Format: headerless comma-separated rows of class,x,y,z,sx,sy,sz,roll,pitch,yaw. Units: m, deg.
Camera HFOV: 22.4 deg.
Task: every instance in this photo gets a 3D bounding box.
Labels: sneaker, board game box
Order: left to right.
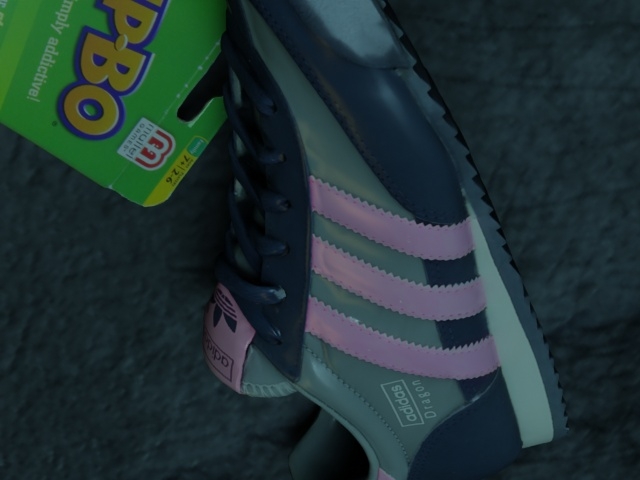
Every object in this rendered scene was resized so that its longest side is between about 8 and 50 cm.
board game box,-0.130,-0.123,0.602,0.259,0.039,0.124,33,101,-25
sneaker,0.000,0.000,0.640,0.131,0.112,0.319,-26,127,0
